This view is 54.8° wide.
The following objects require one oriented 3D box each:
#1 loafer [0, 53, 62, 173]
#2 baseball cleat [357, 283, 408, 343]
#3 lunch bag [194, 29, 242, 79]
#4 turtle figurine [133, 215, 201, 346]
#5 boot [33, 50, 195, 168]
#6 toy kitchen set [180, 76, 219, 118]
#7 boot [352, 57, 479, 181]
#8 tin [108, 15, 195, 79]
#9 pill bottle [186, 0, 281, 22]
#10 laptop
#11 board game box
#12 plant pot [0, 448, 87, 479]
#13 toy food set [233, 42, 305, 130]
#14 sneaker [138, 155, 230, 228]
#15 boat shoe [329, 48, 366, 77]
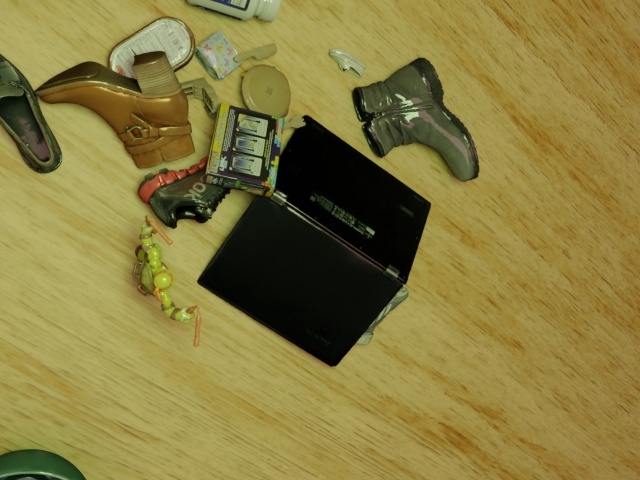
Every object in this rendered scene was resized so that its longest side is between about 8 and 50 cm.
[{"bbox_3d":[-0.578,-0.253,1.170,0.096,0.084,0.268,-35,106,-18],"label":"loafer"},{"bbox_3d":[0.129,0.186,1.514,0.205,0.072,0.110,-21,109,-11],"label":"baseball cleat"},{"bbox_3d":[-0.221,-0.395,1.331,0.071,0.053,0.083,-44,99,-17],"label":"lunch bag"},{"bbox_3d":[-0.322,0.081,1.226,0.087,0.217,0.270,-25,103,-20],"label":"turtle figurine"},{"bbox_3d":[-0.403,-0.249,1.245,0.283,0.109,0.220,-13,128,-1],"label":"boot"},{"bbox_3d":[-0.262,-0.289,1.315,0.075,0.083,0.068,-20,142,-20],"label":"toy kitchen set"},{"bbox_3d":[0.226,-0.254,1.509,0.222,0.118,0.338,-32,94,-15],"label":"boot"},{"bbox_3d":[-0.346,-0.383,1.265,0.189,0.040,0.106,-34,101,-3],"label":"tin"},{"bbox_3d":[-0.182,-0.530,1.307,0.186,0.112,0.112,10,89,-24],"label":"pill bottle"},{"bbox_3d":[0.000,0.000,1.435,0.381,0.236,0.408,34,52,-12],"label":"laptop"},{"bbox_3d":[-0.155,-0.185,1.269,0.141,0.048,0.171,12,66,-11],"label":"board game box"},{"bbox_3d":[-0.557,0.528,1.144,0.292,0.235,0.293,-1,93,-23],"label":"plant pot"},{"bbox_3d":[-0.119,-0.328,1.372,0.132,0.038,0.192,-27,102,-33],"label":"toy food set"},{"bbox_3d":[-0.233,-0.112,1.301,0.276,0.098,0.135,-26,74,-18],"label":"sneaker"},{"bbox_3d":[0.061,-0.417,1.460,0.100,0.035,0.035,23,81,-29],"label":"boat shoe"}]
